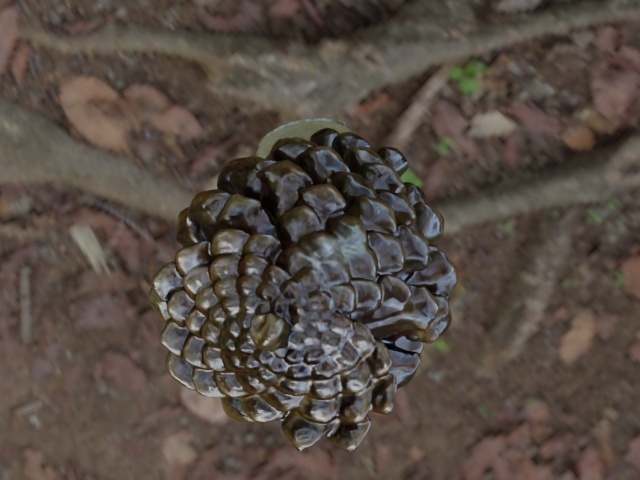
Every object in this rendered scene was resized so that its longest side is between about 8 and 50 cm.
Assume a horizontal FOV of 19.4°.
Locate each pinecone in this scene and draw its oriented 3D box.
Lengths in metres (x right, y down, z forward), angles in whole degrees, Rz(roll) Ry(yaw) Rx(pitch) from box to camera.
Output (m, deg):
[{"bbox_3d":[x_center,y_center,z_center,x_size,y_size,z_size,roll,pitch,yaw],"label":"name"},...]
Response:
[{"bbox_3d":[0.001,0.020,1.214,0.212,0.168,0.186,-42,109,-40],"label":"pinecone"}]

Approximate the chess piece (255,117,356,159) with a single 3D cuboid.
[{"bbox_3d":[0.000,0.000,1.609,0.090,0.090,0.200,-18,130,-12],"label":"chess piece"}]
